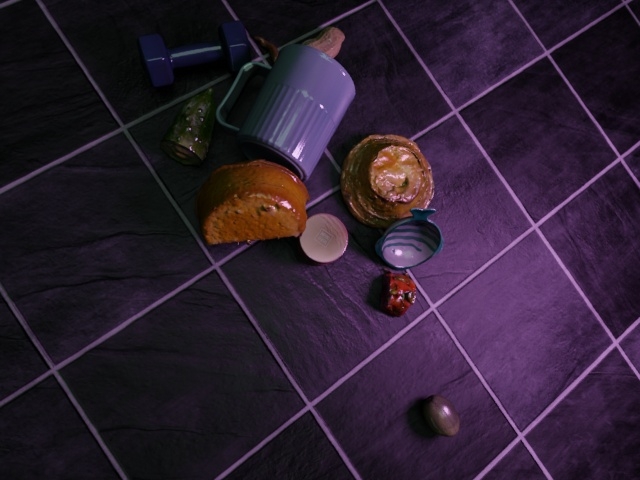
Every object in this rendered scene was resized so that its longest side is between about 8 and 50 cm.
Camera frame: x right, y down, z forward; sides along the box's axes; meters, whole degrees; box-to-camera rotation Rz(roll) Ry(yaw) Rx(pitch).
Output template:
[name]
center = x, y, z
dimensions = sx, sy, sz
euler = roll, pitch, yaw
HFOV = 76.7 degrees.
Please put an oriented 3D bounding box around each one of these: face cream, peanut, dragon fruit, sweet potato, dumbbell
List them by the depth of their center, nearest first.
[dumbbell]
center = -0.377, -0.565, 1.228
dimensions = 0.324, 0.144, 0.160
euler = -16, 83, -13
[face cream]
center = 0.000, 0.000, 1.229
dimensions = 0.149, 0.104, 0.149
euler = 2, 80, -11
[dragon fruit]
center = 0.243, 0.160, 1.258
dimensions = 0.102, 0.096, 0.147
euler = 13, 77, -6
[sweet potato]
center = -0.158, -0.618, 1.336
dimensions = 0.041, 0.038, 0.153
euler = -34, 87, -37
[peanut]
center = -0.003, -0.632, 1.344
dimensions = 0.214, 0.090, 0.098
euler = -42, 61, -16

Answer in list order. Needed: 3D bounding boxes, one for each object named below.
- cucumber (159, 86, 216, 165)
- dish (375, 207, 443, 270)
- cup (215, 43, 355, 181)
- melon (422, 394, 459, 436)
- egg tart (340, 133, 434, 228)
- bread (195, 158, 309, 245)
[cucumber]
center = -0.374, -0.353, 1.207
dimensions = 0.134, 0.134, 0.245
euler = 22, 74, -7
[dish]
center = 0.276, -0.020, 1.262
dimensions = 0.223, 0.246, 0.078
euler = 2, 40, -11
[cup]
center = -0.105, -0.377, 1.185
dimensions = 0.331, 0.256, 0.311
euler = 30, 77, -21
[melon]
center = 0.364, 0.530, 1.220
dimensions = 0.098, 0.098, 0.131
euler = -34, 88, -15
[egg tart]
center = 0.228, -0.200, 1.301
dimensions = 0.340, 0.129, 0.342
euler = 2, 80, -13
[bread]
center = -0.200, -0.114, 1.128
dimensions = 0.339, 0.179, 0.195
euler = -6, 50, -1
